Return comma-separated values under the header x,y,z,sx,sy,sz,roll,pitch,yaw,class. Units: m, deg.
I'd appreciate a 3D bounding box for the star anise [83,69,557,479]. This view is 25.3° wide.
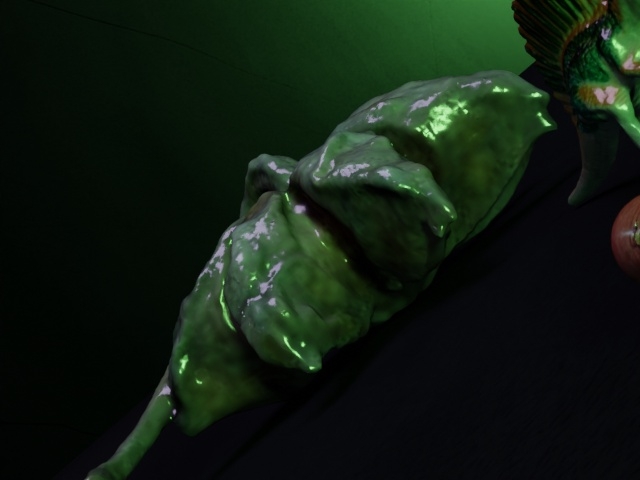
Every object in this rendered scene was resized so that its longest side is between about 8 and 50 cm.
x,y,z,sx,sy,sz,roll,pitch,yaw,class
0.000,0.000,0.884,0.316,0.139,0.359,-47,0,22,star anise

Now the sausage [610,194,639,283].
x,y,z,sx,sy,sz,roll,pitch,yaw,class
0.119,-0.009,0.327,0.034,0.034,0.253,-42,1,-10,sausage

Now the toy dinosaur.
x,y,z,sx,sy,sz,roll,pitch,yaw,class
0.122,-0.075,0.642,0.044,0.106,0.187,-42,3,-13,toy dinosaur
